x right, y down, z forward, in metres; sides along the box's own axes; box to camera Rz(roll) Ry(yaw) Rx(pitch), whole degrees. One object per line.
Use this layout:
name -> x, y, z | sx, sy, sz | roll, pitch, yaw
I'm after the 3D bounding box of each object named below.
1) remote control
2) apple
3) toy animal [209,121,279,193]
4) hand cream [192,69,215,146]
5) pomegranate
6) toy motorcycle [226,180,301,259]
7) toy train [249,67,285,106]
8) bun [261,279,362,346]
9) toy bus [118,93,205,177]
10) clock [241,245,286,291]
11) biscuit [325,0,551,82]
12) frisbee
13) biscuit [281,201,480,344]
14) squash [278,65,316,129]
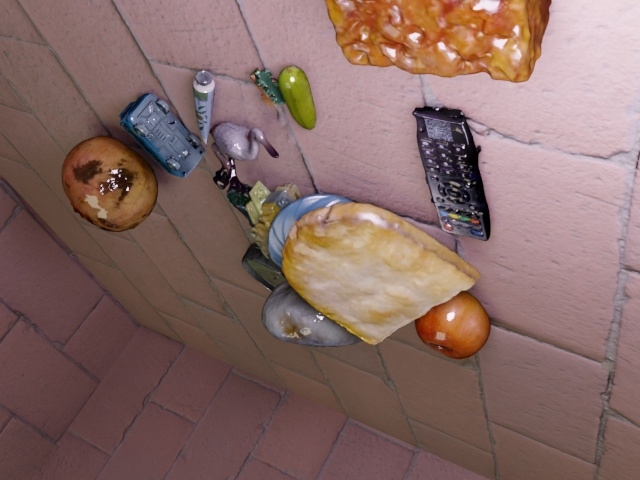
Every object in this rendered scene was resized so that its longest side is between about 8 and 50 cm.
remote control -> 0.287, -0.141, 1.522 | 0.145, 0.062, 0.398 | 17, 153, 30
apple -> 0.370, 0.239, 1.997 | 0.235, 0.173, 0.210 | 41, 154, -22
toy animal -> -0.207, -0.245, 1.831 | 0.195, 0.090, 0.324 | 61, 148, 2
hand cream -> -0.298, -0.342, 1.819 | 0.256, 0.055, 0.088 | 108, 144, -65
pomegranate -> -0.689, -0.182, 2.312 | 0.322, 0.322, 0.322 | 26, 154, 13
toy motorcycle -> -0.095, -0.022, 2.051 | 0.237, 0.168, 0.410 | -2, 139, 48
toy train -> -0.123, -0.353, 1.626 | 0.064, 0.044, 0.103 | 15, 152, 53
bun -> -0.009, 0.215, 2.258 | 0.362, 0.362, 0.211 | 10, 105, 38
toy bus -> -0.456, -0.299, 2.016 | 0.134, 0.113, 0.246 | 12, 151, 47
clock -> -0.155, 0.125, 2.494 | 0.281, 0.055, 0.280 | 30, 160, 12
biscuit -> 0.151, -0.427, 1.024 | 0.343, 0.166, 0.395 | 18, 150, 31
frisbee -> 0.000, 0.003, 1.921 | 0.290, 0.049, 0.289 | -4, 126, -5
biscuit -> 0.112, 0.079, 1.854 | 0.446, 0.104, 0.429 | 32, 136, -11
squash -> -0.046, -0.316, 1.582 | 0.066, 0.066, 0.201 | 20, 160, 24
